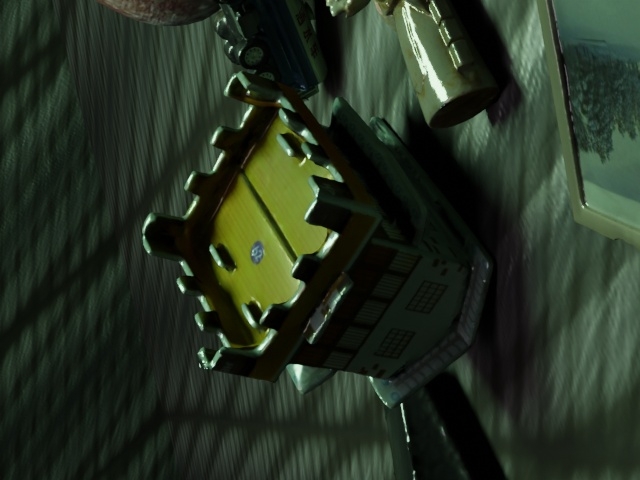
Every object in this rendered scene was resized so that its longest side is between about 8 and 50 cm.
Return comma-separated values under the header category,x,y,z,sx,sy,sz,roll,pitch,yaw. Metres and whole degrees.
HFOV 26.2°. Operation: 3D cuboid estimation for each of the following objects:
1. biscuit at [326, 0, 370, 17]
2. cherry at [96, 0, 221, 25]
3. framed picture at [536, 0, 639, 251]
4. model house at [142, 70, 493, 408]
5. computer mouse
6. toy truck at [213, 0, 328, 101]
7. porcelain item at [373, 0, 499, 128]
category,x,y,z,sx,sy,sz,roll,pitch,yaw
biscuit,-0.053,-0.313,1.106,0.281,0.084,0.179,38,144,22
cherry,-0.177,-0.342,1.327,0.285,0.236,0.213,56,167,-13
framed picture,0.198,-0.075,0.738,0.289,0.016,0.213,-144,38,-65
model house,0.000,0.000,1.148,0.198,0.215,0.224,-56,42,21
computer mouse,0.119,0.246,1.277,0.168,0.087,0.295,92,168,-68
toy truck,-0.052,-0.207,1.269,0.074,0.088,0.201,57,173,45
porcelain item,0.066,-0.190,1.001,0.084,0.054,0.213,127,124,-70
